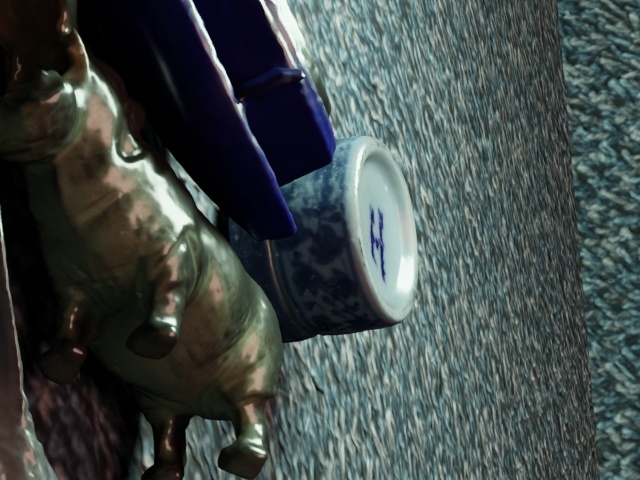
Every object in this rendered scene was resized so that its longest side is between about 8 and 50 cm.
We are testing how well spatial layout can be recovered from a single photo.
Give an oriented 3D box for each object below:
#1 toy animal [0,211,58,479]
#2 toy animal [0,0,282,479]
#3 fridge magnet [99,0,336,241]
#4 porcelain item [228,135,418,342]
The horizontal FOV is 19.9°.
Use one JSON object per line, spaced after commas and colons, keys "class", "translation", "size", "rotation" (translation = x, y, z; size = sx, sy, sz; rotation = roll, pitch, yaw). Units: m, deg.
{"class": "toy animal", "translation": [-0.154, 0.168, 0.902], "size": [0.206, 0.081, 0.367], "rotation": [-99, 176, -77]}
{"class": "toy animal", "translation": [-0.117, -0.002, 1.060], "size": [0.168, 0.106, 0.343], "rotation": [-82, 153, -53]}
{"class": "fridge magnet", "translation": [-0.072, -0.124, 1.171], "size": [0.265, 0.112, 0.265], "rotation": [155, -90, -89]}
{"class": "porcelain item", "translation": [0.000, 0.000, 1.380], "size": [0.147, 0.114, 0.147], "rotation": [-9, 90, -69]}
